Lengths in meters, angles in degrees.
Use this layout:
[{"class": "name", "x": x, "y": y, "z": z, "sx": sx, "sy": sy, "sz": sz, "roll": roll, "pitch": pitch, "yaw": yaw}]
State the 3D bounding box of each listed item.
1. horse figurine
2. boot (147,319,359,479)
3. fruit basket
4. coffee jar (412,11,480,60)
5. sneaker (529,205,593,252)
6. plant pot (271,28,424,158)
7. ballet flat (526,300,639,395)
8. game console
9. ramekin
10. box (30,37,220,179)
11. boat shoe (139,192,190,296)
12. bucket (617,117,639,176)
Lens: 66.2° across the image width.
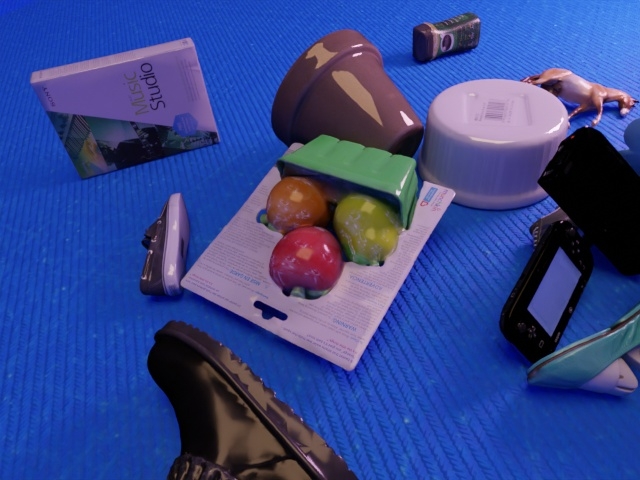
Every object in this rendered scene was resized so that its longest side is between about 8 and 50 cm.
[{"class": "horse figurine", "x": 0.550, "y": -0.324, "z": 1.101, "sx": 0.263, "sy": 0.066, "sz": 0.174, "roll": 32, "pitch": 61, "yaw": 30}, {"class": "boot", "x": -0.156, "y": 0.259, "z": 0.535, "sx": 0.348, "sy": 0.131, "sz": 0.260, "roll": 31, "pitch": 55, "yaw": 32}, {"class": "fruit basket", "x": 0.000, "y": 0.000, "z": 0.801, "sx": 0.327, "sy": 0.165, "sz": 0.353, "roll": 20, "pitch": 66, "yaw": 26}, {"class": "coffee jar", "x": 0.340, "y": -0.557, "z": 1.345, "sx": 0.184, "sy": 0.096, "sz": 0.079, "roll": -18, "pitch": 42, "yaw": -12}, {"class": "sneaker", "x": 0.372, "y": 0.004, "z": 0.791, "sx": 0.192, "sy": 0.064, "sz": 0.086, "roll": -38, "pitch": 36, "yaw": -22}, {"class": "plant pot", "x": 0.074, "y": -0.235, "z": 0.963, "sx": 0.263, "sy": 0.263, "sz": 0.229, "roll": -35, "pitch": 68, "yaw": -26}, {"class": "ballet flat", "x": 0.384, "y": 0.144, "z": 0.626, "sx": 0.247, "sy": 0.083, "sz": 0.087, "roll": -25, "pitch": 60, "yaw": -15}, {"class": "game console", "x": 0.374, "y": 0.019, "z": 0.710, "sx": 0.213, "sy": 0.044, "sz": 0.361, "roll": 42, "pitch": 70, "yaw": -12}, {"class": "ramekin", "x": 0.330, "y": -0.197, "z": 0.945, "sx": 0.277, "sy": 0.135, "sz": 0.277, "roll": -3, "pitch": 44, "yaw": 3}, {"class": "box", "x": -0.400, "y": -0.278, "z": 1.052, "sx": 0.322, "sy": 0.232, "sz": 0.058, "roll": -17, "pitch": 44, "yaw": -10}, {"class": "boat shoe", "x": -0.276, "y": 0.005, "z": 0.861, "sx": 0.076, "sy": 0.080, "sz": 0.228, "roll": -8, "pitch": 51, "yaw": -3}, {"class": "bucket", "x": 0.629, "y": -0.171, "z": 0.793, "sx": 0.281, "sy": 0.281, "sz": 0.183, "roll": -35, "pitch": 56, "yaw": -26}]
